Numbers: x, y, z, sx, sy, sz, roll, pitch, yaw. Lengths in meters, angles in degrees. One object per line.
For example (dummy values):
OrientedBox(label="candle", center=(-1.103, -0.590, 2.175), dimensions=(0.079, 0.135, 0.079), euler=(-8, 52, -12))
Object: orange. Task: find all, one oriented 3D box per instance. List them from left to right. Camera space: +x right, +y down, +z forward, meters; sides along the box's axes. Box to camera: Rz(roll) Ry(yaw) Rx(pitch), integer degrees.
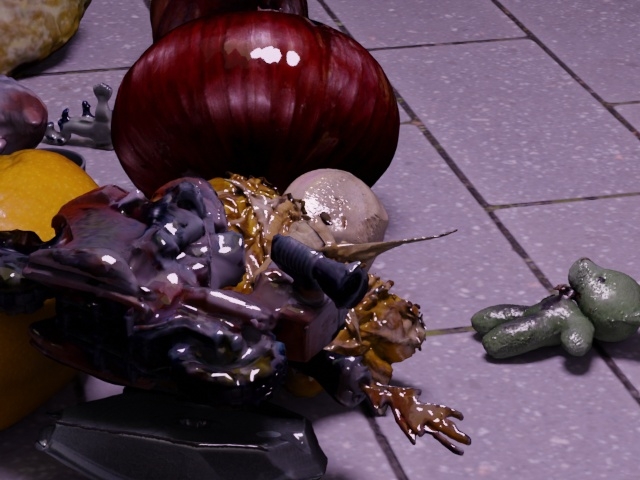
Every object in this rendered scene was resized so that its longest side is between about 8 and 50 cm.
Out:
OrientedBox(label="orange", center=(-0.424, -0.336, 2.417), dimensions=(0.271, 0.210, 0.369), euler=(-13, 25, -22))

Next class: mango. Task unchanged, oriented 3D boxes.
OrientedBox(label="mango", center=(-0.267, 0.049, 1.612), dimensions=(0.187, 0.144, 0.359), euler=(26, 39, -5))

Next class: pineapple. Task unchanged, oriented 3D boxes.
OrientedBox(label="pineapple", center=(-0.068, 0.041, 1.631), dimensions=(0.334, 0.158, 0.161), euler=(18, 30, 33))

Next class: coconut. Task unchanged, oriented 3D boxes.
OrientedBox(label="coconut", center=(0.000, 0.000, 1.793), dimensions=(0.110, 0.124, 0.110), euler=(8, 55, -11))

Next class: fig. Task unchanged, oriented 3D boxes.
OrientedBox(label="fig", center=(-0.098, -0.288, 2.255), dimensions=(0.186, 0.249, 0.203), euler=(14, 27, 5))

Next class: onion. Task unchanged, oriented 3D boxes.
OrientedBox(label="onion", center=(-0.060, -0.139, 1.901), dimensions=(0.273, 0.273, 0.285), euler=(2, 61, 3))

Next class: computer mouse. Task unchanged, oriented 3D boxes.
OrientedBox(label="computer mouse", center=(-0.106, 0.161, 1.475), dimensions=(0.231, 0.071, 0.126), euler=(6, 13, 18))

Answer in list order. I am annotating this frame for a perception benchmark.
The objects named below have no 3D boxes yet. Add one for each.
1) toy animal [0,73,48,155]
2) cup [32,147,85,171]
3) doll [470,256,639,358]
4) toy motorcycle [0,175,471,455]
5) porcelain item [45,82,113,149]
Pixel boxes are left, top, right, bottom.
OrientedBox(label="toy animal", center=(-0.343, -0.119, 1.998), dimensions=(0.195, 0.090, 0.324), euler=(-6, 10, 11))
OrientedBox(label="cup", center=(-0.274, -0.040, 1.908), dimensions=(0.100, 0.077, 0.078), euler=(2, 24, 2))
OrientedBox(label="doll", center=(0.207, 0.061, 1.705), dimensions=(0.150, 0.077, 0.115), euler=(-14, 15, -5))
OrientedBox(label="toy motorcycle", center=(-0.068, 0.049, 1.482), dimensions=(0.401, 0.134, 0.207), euler=(21, 38, 26))
OrientedBox(label="porcelain item", center=(-0.231, -0.133, 2.116), dimensions=(0.136, 0.075, 0.021), euler=(8, 26, 16))
